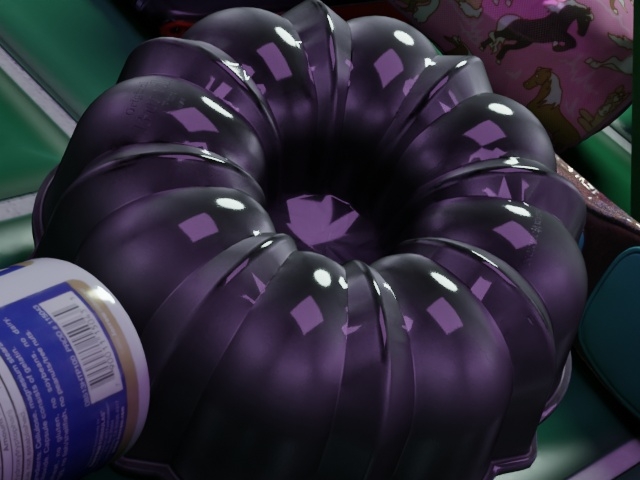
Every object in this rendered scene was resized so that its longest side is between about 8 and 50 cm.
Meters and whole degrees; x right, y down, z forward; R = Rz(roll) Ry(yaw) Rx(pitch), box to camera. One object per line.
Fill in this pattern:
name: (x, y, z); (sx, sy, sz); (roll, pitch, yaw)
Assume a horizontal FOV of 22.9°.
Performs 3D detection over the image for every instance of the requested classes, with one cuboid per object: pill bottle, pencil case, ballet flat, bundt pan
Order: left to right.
pill bottle: (-0.179, 0.084, 0.725); (0.112, 0.112, 0.187); (41, 36, 21)
bundt pan: (0.005, -0.005, 0.875); (0.331, 0.124, 0.330); (8, 53, -11)
pencil case: (0.114, -0.240, 1.245); (0.386, 0.167, 0.160); (45, -7, -3)
ballet flat: (0.206, 0.024, 1.084); (0.106, 0.107, 0.316); (-1, 43, -50)

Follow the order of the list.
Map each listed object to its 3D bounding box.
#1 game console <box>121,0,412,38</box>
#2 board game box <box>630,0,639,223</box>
game console: (-0.097, -0.306, 1.355); (0.342, 0.060, 0.386); (-10, 48, -43)
board game box: (0.304, -0.145, 1.202); (0.046, 0.317, 0.213); (10, 21, 37)
